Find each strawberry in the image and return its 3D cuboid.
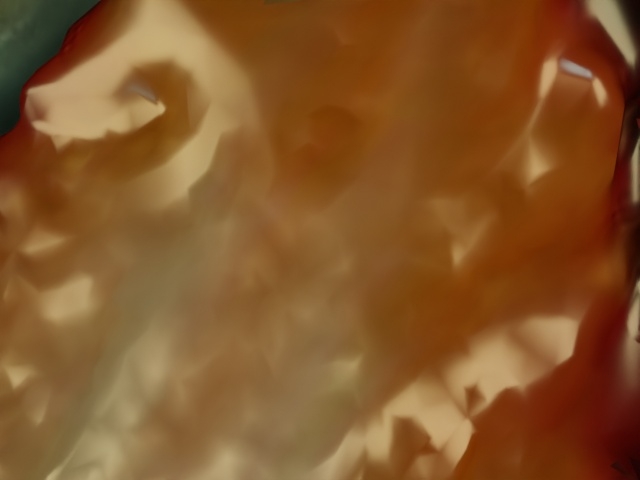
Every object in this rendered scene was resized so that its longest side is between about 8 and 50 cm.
[{"bbox_3d":[0.003,0.062,0.474,0.265,0.149,0.336,14,78,36],"label":"strawberry"}]

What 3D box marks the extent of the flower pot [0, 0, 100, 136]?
[{"bbox_3d":[-0.160,-0.078,0.654,0.195,0.246,0.246,122,145,-65],"label":"flower pot"}]
